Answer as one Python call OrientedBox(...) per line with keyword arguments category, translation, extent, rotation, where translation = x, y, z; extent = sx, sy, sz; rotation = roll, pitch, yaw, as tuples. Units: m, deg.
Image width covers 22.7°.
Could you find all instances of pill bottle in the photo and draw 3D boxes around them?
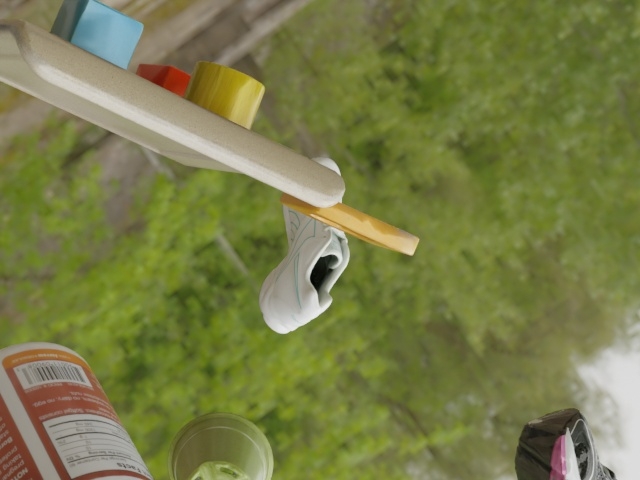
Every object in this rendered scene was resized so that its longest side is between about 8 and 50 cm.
OrientedBox(category="pill bottle", translation=(-0.176, 0.181, 1.100), extent=(0.121, 0.121, 0.216), rotation=(-35, -131, -2))

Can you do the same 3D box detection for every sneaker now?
OrientedBox(category="sneaker", translation=(0.177, 0.176, 0.992), extent=(0.077, 0.178, 0.072), rotation=(-23, -153, -15))
OrientedBox(category="sneaker", translation=(0.000, 0.000, 1.247), extent=(0.061, 0.053, 0.152), rotation=(-19, -130, 45))

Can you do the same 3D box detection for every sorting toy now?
OrientedBox(category="sorting toy", translation=(-0.096, -0.079, 0.795), extent=(0.196, 0.347, 0.047), rotation=(20, -94, 58))

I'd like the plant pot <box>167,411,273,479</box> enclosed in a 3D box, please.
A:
OrientedBox(category="plant pot", translation=(-0.077, 0.182, 1.219), extent=(0.083, 0.083, 0.079), rotation=(-35, -171, 4))
